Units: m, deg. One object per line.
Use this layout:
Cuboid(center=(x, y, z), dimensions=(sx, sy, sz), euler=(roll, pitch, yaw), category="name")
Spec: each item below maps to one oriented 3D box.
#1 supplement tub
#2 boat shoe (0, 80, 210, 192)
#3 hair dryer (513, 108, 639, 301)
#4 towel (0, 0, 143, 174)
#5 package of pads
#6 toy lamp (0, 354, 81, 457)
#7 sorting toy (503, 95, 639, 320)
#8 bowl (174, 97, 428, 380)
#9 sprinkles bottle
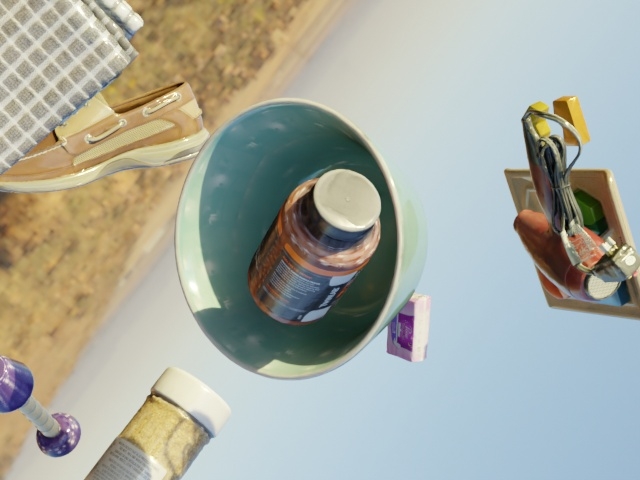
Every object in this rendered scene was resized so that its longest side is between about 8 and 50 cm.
Cuboid(center=(-0.003, 0.005, 1.289), dimensions=(0.106, 0.106, 0.198), euler=(-55, 179, -32), category="supplement tub")
Cuboid(center=(-0.313, -0.146, 1.707), dimensions=(0.324, 0.117, 0.123), euler=(-16, -160, -24), category="boat shoe")
Cuboid(center=(0.296, -0.034, 1.499), dimensions=(0.080, 0.224, 0.293), euler=(-20, 170, -11), category="hair dryer")
Cuboid(center=(-0.341, -0.184, 1.197), dimensions=(0.283, 0.235, 0.121), euler=(-38, -165, 15), category="towel")
Cuboid(center=(0.108, 0.103, 1.532), dimensions=(0.032, 0.050, 0.083), euler=(-10, 109, -41), category="package of pads")
Cuboid(center=(-0.416, 0.235, 1.780), dimensions=(0.080, 0.080, 0.275), euler=(-53, 155, -16), category="toy lamp")
Cuboid(center=(0.316, -0.037, 1.635), dimensions=(0.041, 0.307, 0.229), euler=(-27, -164, -23), category="sorting toy")
Cuboid(center=(0.000, 0.000, 1.444), dimensions=(0.311, 0.311, 0.163), euler=(-51, 154, 22), category="bowl")
Cuboid(center=(-0.278, 0.355, 1.815), dimensions=(0.355, 0.121, 0.121), euler=(-53, -176, -18), category="sprinkles bottle")
